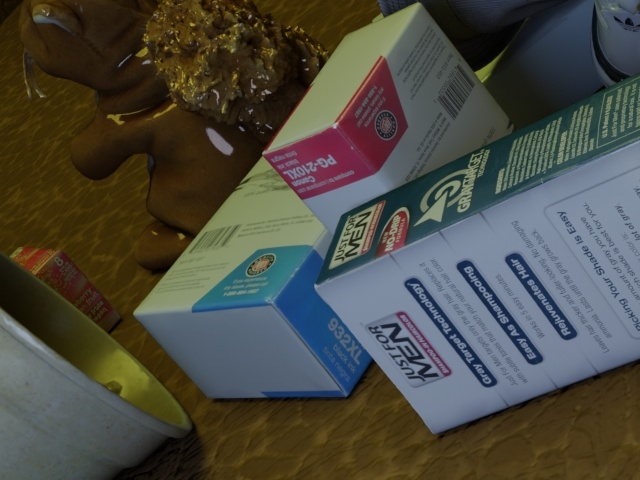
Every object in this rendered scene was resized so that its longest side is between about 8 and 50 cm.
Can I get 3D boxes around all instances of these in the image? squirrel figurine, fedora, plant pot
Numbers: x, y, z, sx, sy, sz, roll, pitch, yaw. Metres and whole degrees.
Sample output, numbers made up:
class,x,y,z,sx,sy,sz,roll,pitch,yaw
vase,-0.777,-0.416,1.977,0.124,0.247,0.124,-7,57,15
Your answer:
class,x,y,z,sx,sy,sz,roll,pitch,yaw
squirrel figurine,-0.162,-0.206,1.765,0.397,0.370,0.281,-14,33,45
fedora,0.173,-0.281,1.366,0.124,0.243,0.275,4,35,39
plant pot,-0.347,0.191,1.426,0.305,0.334,0.334,-51,23,-1

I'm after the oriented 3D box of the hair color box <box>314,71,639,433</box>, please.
class,x,y,z,sx,sy,sz,roll,pitch,yaw
hair color box,0.188,0.003,1.107,0.347,0.174,0.105,-25,26,29

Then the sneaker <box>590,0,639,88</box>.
class,x,y,z,sx,sy,sz,roll,pitch,yaw
sneaker,0.332,-0.320,1.332,0.137,0.210,0.365,17,77,19

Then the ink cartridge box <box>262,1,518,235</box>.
class,x,y,z,sx,sy,sz,roll,pitch,yaw
ink cartridge box,0.089,-0.053,1.281,0.100,0.237,0.172,-18,31,46

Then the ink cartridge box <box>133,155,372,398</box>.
class,x,y,z,sx,sy,sz,roll,pitch,yaw
ink cartridge box,0.000,0.000,1.451,0.223,0.129,0.307,-9,37,50

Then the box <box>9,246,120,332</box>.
class,x,y,z,sx,sy,sz,roll,pitch,yaw
box,-0.380,0.136,1.775,0.257,0.122,0.128,-49,26,-23

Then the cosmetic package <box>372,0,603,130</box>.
class,x,y,z,sx,sy,sz,roll,pitch,yaw
cosmetic package,0.241,-0.263,1.625,0.284,0.097,0.377,-41,23,1
